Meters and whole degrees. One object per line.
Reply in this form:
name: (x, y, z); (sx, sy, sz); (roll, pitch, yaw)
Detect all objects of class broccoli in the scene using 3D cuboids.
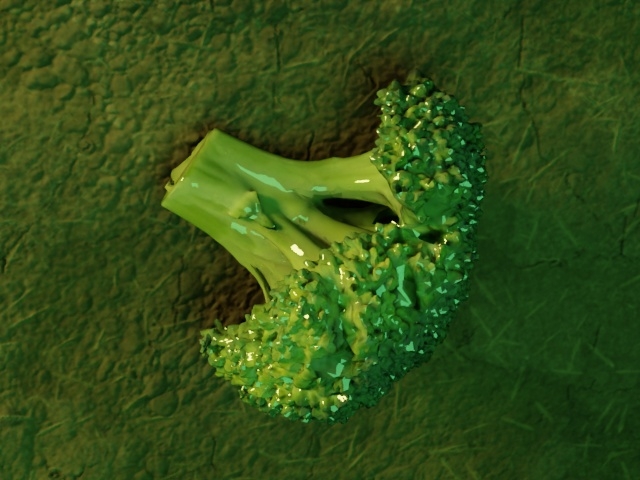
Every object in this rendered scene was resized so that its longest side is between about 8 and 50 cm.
broccoli: (0.014, 0.015, 1.876); (0.302, 0.249, 0.375); (21, 115, -28)
